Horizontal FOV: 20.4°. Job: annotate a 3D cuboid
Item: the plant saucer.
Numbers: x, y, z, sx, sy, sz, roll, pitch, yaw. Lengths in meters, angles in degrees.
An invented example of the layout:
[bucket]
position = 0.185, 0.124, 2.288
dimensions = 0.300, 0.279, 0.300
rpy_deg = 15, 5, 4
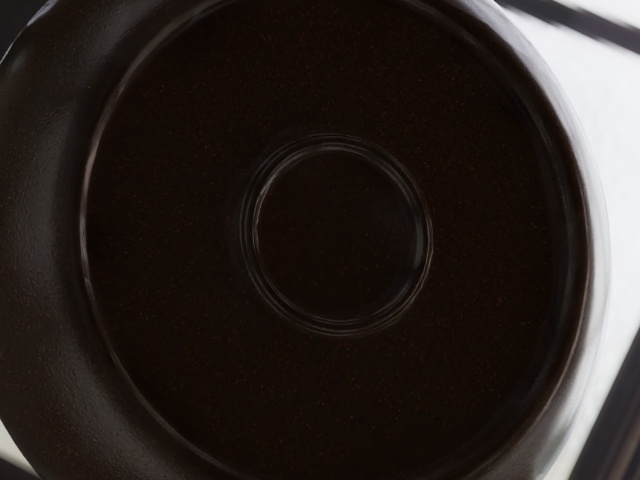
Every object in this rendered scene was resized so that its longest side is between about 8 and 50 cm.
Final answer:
[plant saucer]
position = 0.000, 0.000, 0.772
dimensions = 0.310, 0.311, 0.050
rpy_deg = 31, -17, -14
